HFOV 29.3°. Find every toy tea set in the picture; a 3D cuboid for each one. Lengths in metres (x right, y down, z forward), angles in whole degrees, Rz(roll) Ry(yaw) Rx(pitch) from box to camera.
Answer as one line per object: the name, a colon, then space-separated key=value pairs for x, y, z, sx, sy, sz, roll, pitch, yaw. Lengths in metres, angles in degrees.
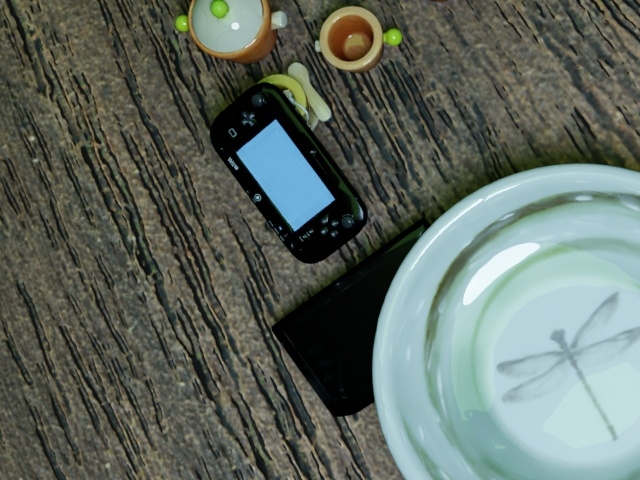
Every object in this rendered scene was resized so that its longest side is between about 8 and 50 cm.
toy tea set: x=0.003 y=-0.267 z=1.367 sx=0.336 sy=0.124 sz=0.200 roll=-39 pitch=77 yaw=7

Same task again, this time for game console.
game console: x=0.000 y=0.000 z=1.351 sx=0.213 sy=0.044 sz=0.361 roll=-37 pitch=87 yaw=14

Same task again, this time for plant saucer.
plant saucer: x=0.255 y=0.127 z=1.222 sx=0.400 sy=0.100 sz=0.401 roll=-4 pitch=77 yaw=19
